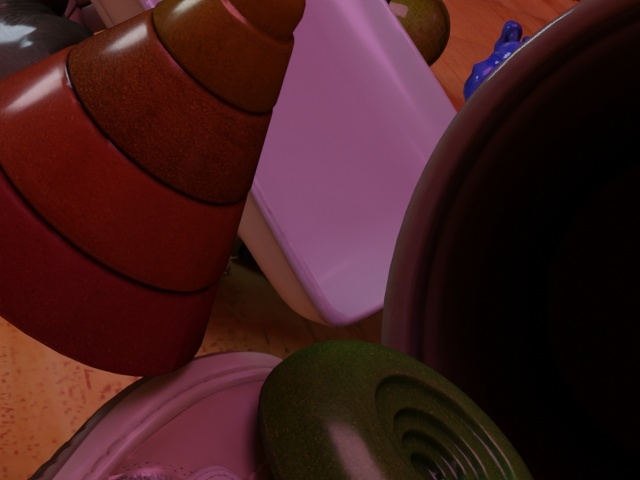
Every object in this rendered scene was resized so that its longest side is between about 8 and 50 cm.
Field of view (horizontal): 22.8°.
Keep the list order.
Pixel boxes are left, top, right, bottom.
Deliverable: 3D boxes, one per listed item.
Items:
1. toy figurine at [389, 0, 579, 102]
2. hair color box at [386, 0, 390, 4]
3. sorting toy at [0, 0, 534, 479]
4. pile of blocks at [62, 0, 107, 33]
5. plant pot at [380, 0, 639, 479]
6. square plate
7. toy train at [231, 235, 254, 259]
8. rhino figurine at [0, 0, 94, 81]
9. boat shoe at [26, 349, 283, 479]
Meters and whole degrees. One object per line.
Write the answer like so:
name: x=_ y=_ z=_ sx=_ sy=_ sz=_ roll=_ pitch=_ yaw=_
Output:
toy figurine: x=0.204 y=-0.161 z=1.380 sx=0.362 sy=0.191 sz=0.217 roll=11 pitch=27 yaw=-24
hair color box: x=0.011 y=-0.145 z=1.185 sx=0.043 sy=0.141 sz=0.072 roll=26 pitch=21 yaw=10
sorting toy: x=0.045 y=0.037 z=0.531 sx=0.365 sy=0.126 sz=0.127 roll=39 pitch=23 yaw=-9
pile of blocks: x=-0.290 y=-0.237 z=1.100 sx=0.362 sy=0.149 sz=0.113 roll=20 pitch=21 yaw=-7
plant pot: x=0.196 y=0.041 z=0.738 sx=0.323 sy=0.323 sz=0.280 roll=24 pitch=3 yaw=4
square plate: x=-0.025 y=-0.112 z=0.949 sx=0.344 sy=0.049 sz=0.347 roll=58 pitch=24 yaw=7
toy train: x=0.000 y=0.000 z=0.978 sx=0.158 sy=0.027 sz=0.036 roll=1 pitch=41 yaw=-46
rhino figurine: x=-0.141 y=-0.087 z=0.882 sx=0.106 sy=0.073 sz=0.243 roll=-7 pitch=60 yaw=-40
boat shoe: x=-0.065 y=0.121 z=0.500 sx=0.098 sy=0.109 sz=0.302 roll=40 pitch=23 yaw=12
